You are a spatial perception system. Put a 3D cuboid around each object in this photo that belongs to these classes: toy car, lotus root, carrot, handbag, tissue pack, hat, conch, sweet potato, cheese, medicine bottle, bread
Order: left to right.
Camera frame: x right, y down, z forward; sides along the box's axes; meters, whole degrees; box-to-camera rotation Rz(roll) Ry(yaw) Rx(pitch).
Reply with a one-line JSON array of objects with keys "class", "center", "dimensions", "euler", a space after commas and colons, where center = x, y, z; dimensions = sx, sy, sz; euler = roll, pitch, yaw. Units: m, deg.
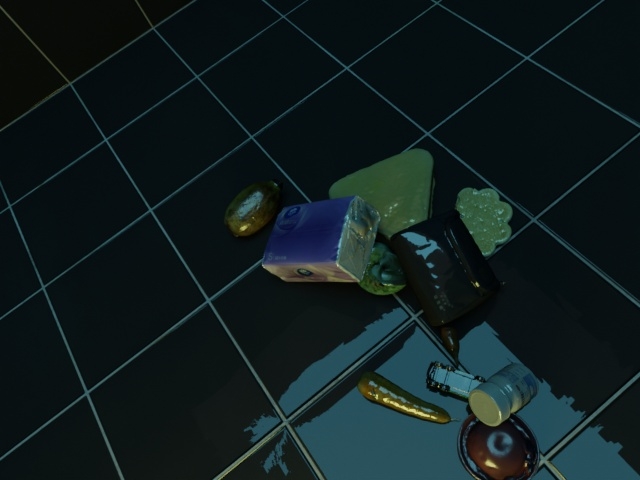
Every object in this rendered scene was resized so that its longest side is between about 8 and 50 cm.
[{"class": "lotus root", "center": [-0.234, -0.124, 1.735], "dimensions": [0.145, 0.128, 0.260], "euler": [43, 85, 14]}, {"class": "tissue pack", "center": [0.000, 0.000, 1.521], "dimensions": [0.338, 0.160, 0.242], "euler": [-6, 59, 43]}, {"class": "conch", "center": [0.185, 0.087, 1.522], "dimensions": [0.175, 0.122, 0.188], "euler": [-18, 62, 12]}, {"class": "cheese", "center": [0.262, -0.163, 1.642], "dimensions": [0.383, 0.104, 0.385], "euler": [-6, 62, 11]}, {"class": "carrot", "center": [0.245, 0.451, 1.353], "dimensions": [0.297, 0.078, 0.078], "euler": [19, 69, 18]}, {"class": "sweet potato", "center": [0.384, 0.309, 1.405], "dimensions": [0.049, 0.049, 0.117], "euler": [-14, 71, 7]}, {"class": "handbag", "center": [0.384, 0.062, 1.395], "dimensions": [0.274, 0.178, 0.302], "euler": [-24, 80, -10]}, {"class": "toy car", "center": [0.379, 0.396, 1.346], "dimensions": [0.164, 0.062, 0.071], "euler": [15, 69, 21]}, {"class": "bread", "center": [0.523, -0.058, 1.559], "dimensions": [0.181, 0.039, 0.251], "euler": [4, 64, 16]}, {"class": "hat", "center": [0.459, 0.530, 1.242], "dimensions": [0.205, 0.089, 0.206], "euler": [-5, 62, 10]}, {"class": "medicine bottle", "center": [0.481, 0.399, 1.261], "dimensions": [0.167, 0.105, 0.105], "euler": [-20, 56, -30]}]
